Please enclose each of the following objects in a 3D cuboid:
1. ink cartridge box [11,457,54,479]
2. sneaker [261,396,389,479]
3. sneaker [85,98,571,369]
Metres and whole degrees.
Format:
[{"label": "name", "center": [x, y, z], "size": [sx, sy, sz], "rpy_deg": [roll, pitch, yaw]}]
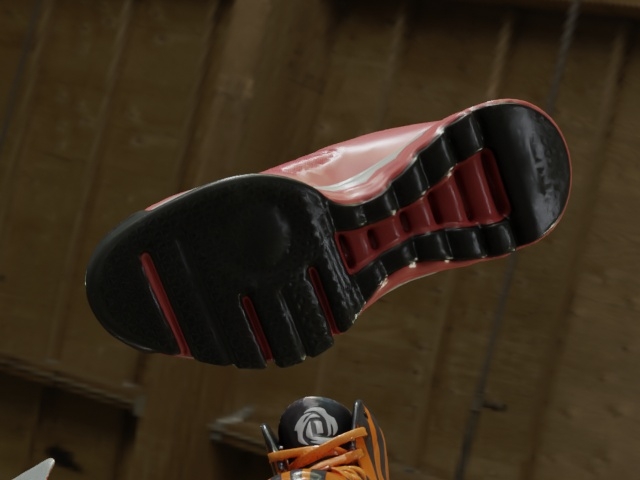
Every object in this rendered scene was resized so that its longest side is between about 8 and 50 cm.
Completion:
[{"label": "ink cartridge box", "center": [-0.135, 0.187, 0.584], "size": [0.145, 0.045, 0.179], "rpy_deg": [-32, -140, 43]}, {"label": "sneaker", "center": [-0.009, 0.190, 1.181], "size": [0.125, 0.321, 0.180], "rpy_deg": [-12, -118, 2]}, {"label": "sneaker", "center": [0.001, 0.000, 0.993], "size": [0.136, 0.314, 0.116], "rpy_deg": [0, -74, 70]}]
